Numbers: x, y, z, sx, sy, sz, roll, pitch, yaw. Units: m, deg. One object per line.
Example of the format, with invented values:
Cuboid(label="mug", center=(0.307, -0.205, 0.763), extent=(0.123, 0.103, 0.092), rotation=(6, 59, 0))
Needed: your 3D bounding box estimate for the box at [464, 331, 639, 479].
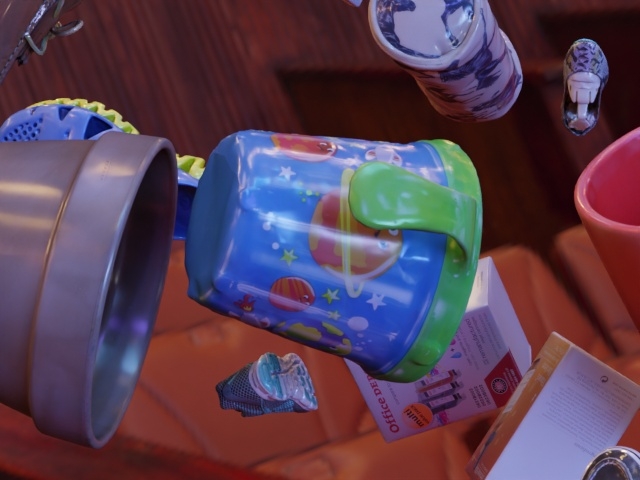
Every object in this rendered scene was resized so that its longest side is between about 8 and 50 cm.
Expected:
Cuboid(label="box", center=(0.230, 0.190, 1.665), extent=(0.170, 0.091, 0.130), rotation=(-57, 2, 1))

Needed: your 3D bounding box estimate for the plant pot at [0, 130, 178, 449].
Cuboid(label="plant pot", center=(-0.319, 0.025, 1.709), extent=(0.280, 0.323, 0.323), rotation=(13, -13, 3))

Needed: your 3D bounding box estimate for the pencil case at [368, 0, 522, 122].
Cuboid(label="pencil case", center=(0.184, -0.291, 2.443), extent=(0.160, 0.183, 0.410), rotation=(-42, -16, 6))

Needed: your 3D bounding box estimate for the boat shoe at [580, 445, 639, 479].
Cuboid(label="boat shoe", center=(0.198, 0.238, 1.194), extent=(0.077, 0.219, 0.070), rotation=(-9, -38, 32))

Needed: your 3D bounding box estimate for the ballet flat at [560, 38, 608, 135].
Cuboid(label="ballet flat", center=(0.233, -0.129, 1.485), extent=(0.041, 0.041, 0.114), rotation=(-20, -31, -7))

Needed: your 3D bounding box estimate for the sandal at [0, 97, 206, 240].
Cuboid(label="sandal", center=(-0.250, -0.070, 1.972), extent=(0.138, 0.317, 0.126), rotation=(-45, -30, -53))

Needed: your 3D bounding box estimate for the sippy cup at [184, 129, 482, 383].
Cuboid(label="sippy cup", center=(0.000, 0.000, 1.563), extent=(0.224, 0.240, 0.305), rotation=(13, -53, -19))

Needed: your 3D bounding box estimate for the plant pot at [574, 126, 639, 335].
Cuboid(label="plant pot", center=(0.385, 0.031, 1.464), extent=(0.275, 0.243, 0.275), rotation=(-17, 22, 7))

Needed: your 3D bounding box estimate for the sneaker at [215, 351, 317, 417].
Cuboid(label="sneaker", center=(-0.058, 0.155, 1.759), extent=(0.076, 0.065, 0.166), rotation=(-23, -19, 15))

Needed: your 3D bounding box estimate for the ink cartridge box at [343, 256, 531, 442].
Cuboid(label="ink cartridge box", center=(0.130, 0.123, 1.877), extent=(0.176, 0.128, 0.127), rotation=(-20, 21, 16))

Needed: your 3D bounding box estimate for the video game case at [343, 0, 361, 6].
Cuboid(label="video game case", center=(0.048, -0.422, 2.085), extent=(0.227, 0.026, 0.206), rotation=(-65, -23, 1))

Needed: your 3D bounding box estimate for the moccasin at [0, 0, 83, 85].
Cuboid(label="moccasin", center=(-0.305, -0.283, 1.810), extent=(0.147, 0.380, 0.139), rotation=(26, -4, -38))
